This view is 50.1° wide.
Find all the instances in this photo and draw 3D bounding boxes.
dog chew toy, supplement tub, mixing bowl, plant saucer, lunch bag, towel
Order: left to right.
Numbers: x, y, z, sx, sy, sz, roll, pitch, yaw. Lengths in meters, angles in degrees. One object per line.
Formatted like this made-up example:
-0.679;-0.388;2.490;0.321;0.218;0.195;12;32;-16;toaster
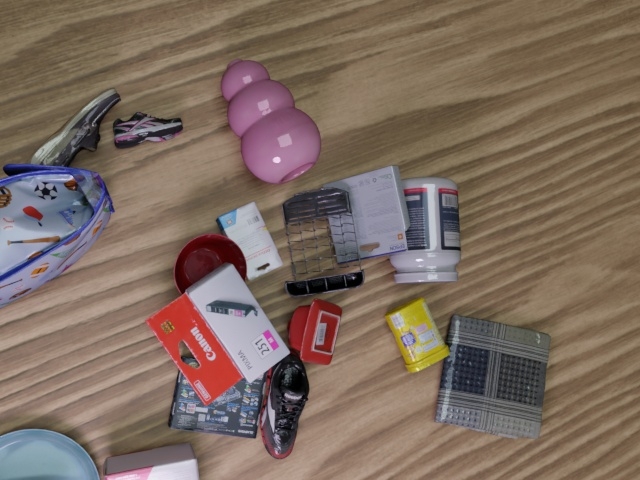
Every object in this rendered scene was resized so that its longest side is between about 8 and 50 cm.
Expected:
-0.643;-0.023;1.500;0.386;0.328;0.238;-29;91;-15;lunch bag
-0.670;0.591;1.574;0.318;0.044;0.317;2;84;-17;plant saucer
-0.282;0.072;1.702;0.182;0.098;0.181;-1;94;-22;mixing bowl
-0.140;-0.313;1.745;0.207;0.206;0.331;-28;85;-17;dog chew toy
0.276;-0.023;1.831;0.191;0.191;0.272;0;84;-16;supplement tub
0.488;0.386;1.931;0.325;0.056;0.311;14;78;-12;towel

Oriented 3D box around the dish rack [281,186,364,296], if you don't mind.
0.000;0.000;1.771;0.209;0.074;0.271;-10;86;12;dish rack

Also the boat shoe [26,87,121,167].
-0.581;-0.249;1.661;0.092;0.103;0.285;45;78;-13;boat shoe

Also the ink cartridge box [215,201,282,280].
-0.183;0.004;1.764;0.104;0.061;0.181;-25;91;-16;ink cartridge box

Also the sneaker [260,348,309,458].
-0.088;0.412;1.712;0.098;0.135;0.275;8;83;-17;sneaker

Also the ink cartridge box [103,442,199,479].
-0.383;0.640;1.593;0.208;0.117;0.282;-6;96;-17;ink cartridge box

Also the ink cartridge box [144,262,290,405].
-0.243;0.230;1.646;0.239;0.060;0.275;-36;106;-18;ink cartridge box

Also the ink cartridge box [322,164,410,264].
0.122;-0.064;1.791;0.045;0.224;0.223;-5;85;-56;ink cartridge box

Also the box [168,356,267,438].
-0.254;0.391;1.709;0.221;0.051;0.175;11;81;-15;box

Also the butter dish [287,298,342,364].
-0.032;0.229;1.763;0.160;0.118;0.160;27;74;-57;butter dish

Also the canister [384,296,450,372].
0.261;0.253;1.860;0.126;0.073;0.169;-24;90;-16;canister

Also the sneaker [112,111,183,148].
-0.435;-0.292;1.721;0.178;0.072;0.077;-14;78;-22;sneaker
